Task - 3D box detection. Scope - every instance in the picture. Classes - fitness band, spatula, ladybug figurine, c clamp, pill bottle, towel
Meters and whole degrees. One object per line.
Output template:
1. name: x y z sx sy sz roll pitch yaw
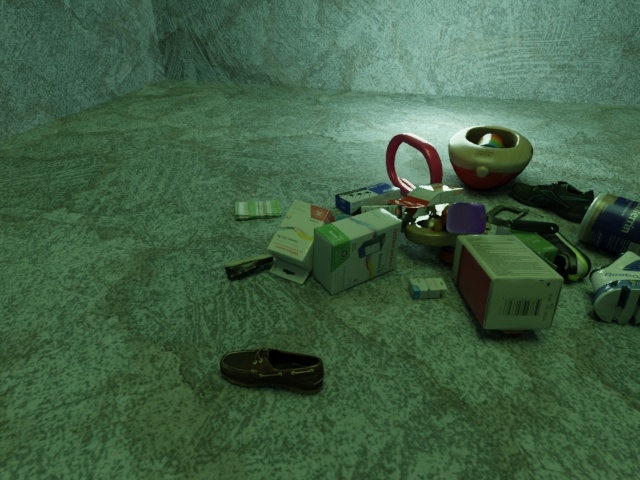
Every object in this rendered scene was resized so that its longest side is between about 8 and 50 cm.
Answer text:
1. fitness band: 0.320 -0.260 1.431 0.054 0.209 0.291 -14 35 -19
2. spatula: 0.467 -0.046 1.035 0.296 0.084 0.030 6 -11 -8
3. ladybug figurine: 0.644 -0.319 1.573 0.305 0.162 0.449 17 36 24
4. c clamp: 0.629 -0.085 1.335 0.160 0.022 0.137 -22 38 -30
5. pill bottle: 0.882 -0.021 1.119 0.153 0.153 0.264 -26 41 -35
6. towel: -0.210 -0.108 1.356 0.152 0.023 0.113 -5 34 -10

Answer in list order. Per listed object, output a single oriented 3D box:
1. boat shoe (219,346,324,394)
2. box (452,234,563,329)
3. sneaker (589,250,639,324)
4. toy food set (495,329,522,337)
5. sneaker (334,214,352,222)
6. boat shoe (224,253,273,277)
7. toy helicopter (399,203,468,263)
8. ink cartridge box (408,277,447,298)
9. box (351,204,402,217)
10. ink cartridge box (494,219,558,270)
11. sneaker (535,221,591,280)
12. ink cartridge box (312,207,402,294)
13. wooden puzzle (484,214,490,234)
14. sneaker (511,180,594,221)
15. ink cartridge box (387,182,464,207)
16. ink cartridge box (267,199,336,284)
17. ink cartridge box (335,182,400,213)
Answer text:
1. boat shoe: -0.094 0.235 0.776 0.207 0.073 0.073 4 34 7
2. box: 0.412 0.087 0.933 0.148 0.127 0.232 0 23 1
3. sneaker: 0.787 0.102 0.948 0.315 0.127 0.182 5 35 10
4. toy food set: 0.417 0.183 0.914 0.083 0.020 0.082 -18 37 -27
5. sneaker: 0.000 0.000 1.139 0.228 0.092 0.087 -12 62 15
6. boat shoe: -0.185 0.065 1.072 0.133 0.042 0.049 -15 11 -25
7. toy helicopter: 0.332 -0.058 1.228 0.235 0.140 0.355 2 21 19
8. ink cartridge box: 0.264 0.118 1.005 0.083 0.028 0.048 -2 33 -4
9. box: 0.159 -0.073 1.194 0.114 0.036 0.207 -2 -2 -3
10. ink cartridge box: 0.538 0.045 1.049 0.062 0.109 0.209 -10 34 -15
11. sneaker: 0.616 0.024 1.107 0.097 0.084 0.235 -12 35 -17
12. ink cartridge box: 0.093 0.023 1.034 0.212 0.154 0.093 -19 39 -29
13. wooden puzzle: 0.505 -0.061 1.298 0.078 0.014 0.116 17 45 19
14. sneaker: 0.787 -0.160 1.381 0.101 0.106 0.267 -26 40 -33
15. ink cartridge box: 0.301 -0.134 1.190 0.179 0.045 0.145 -6 15 -14
16. ink cartridge box: -0.056 0.003 1.061 0.115 0.067 0.198 17 70 28
17. ink cartridge box: 0.163 -0.147 1.393 0.207 0.046 0.097 -17 29 -25
